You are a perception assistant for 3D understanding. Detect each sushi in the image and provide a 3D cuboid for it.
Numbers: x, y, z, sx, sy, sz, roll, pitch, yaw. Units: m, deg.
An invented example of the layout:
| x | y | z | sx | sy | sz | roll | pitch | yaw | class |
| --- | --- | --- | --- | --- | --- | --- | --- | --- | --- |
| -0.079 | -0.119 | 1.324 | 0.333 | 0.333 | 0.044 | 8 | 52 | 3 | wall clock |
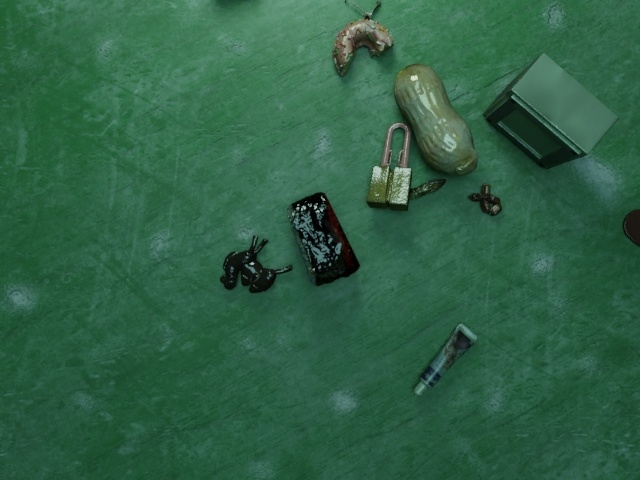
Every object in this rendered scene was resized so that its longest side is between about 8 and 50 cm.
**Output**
| x | y | z | sx | sy | sz | roll | pitch | yaw | class |
| --- | --- | --- | --- | --- | --- | --- | --- | --- | --- |
| 0.000 | 0.000 | 1.357 | 0.126 | 0.136 | 0.225 | -25 | 96 | 1 | sushi |

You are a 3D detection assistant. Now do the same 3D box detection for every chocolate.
| x | y | z | sx | sy | sz | roll | pitch | yaw | class |
| --- | --- | --- | --- | --- | --- | --- | --- | --- | --- |
| 0.282 | -0.294 | 1.370 | 0.134 | 0.134 | 0.309 | -31 | 88 | -1 | chocolate |

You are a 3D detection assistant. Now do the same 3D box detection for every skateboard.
| x | y | z | sx | sy | sz | roll | pitch | yaw | class |
| --- | --- | --- | --- | --- | --- | --- | --- | --- | --- |
| 0.108 | -0.615 | 1.426 | 0.083 | 0.032 | 0.064 | 35 | 78 | -2 | skateboard |

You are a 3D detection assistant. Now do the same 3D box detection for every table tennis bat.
| x | y | z | sx | sy | sz | roll | pitch | yaw | class |
| --- | --- | --- | --- | --- | --- | --- | --- | --- | --- |
| 0.854 | -0.015 | 1.426 | 0.156 | 0.013 | 0.087 | 39 | 86 | 2 | table tennis bat |

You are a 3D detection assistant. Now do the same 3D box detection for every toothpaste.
| x | y | z | sx | sy | sz | roll | pitch | yaw | class |
| --- | --- | --- | --- | --- | --- | --- | --- | --- | --- |
| 0.311 | 0.307 | 1.401 | 0.062 | 0.037 | 0.216 | 42 | 84 | 2 | toothpaste |

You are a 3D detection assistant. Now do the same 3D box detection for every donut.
| x | y | z | sx | sy | sz | roll | pitch | yaw | class |
| --- | --- | --- | --- | --- | --- | --- | --- | --- | --- |
| 0.099 | -0.509 | 1.404 | 0.166 | 0.065 | 0.117 | -29 | 90 | -3 | donut |

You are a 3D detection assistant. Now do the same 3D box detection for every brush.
| x | y | z | sx | sy | sz | roll | pitch | yaw | class |
| --- | --- | --- | --- | --- | --- | --- | --- | --- | --- |
| 0.187 | -0.193 | 1.399 | 0.103 | 0.047 | 0.234 | 6 | 74 | 17 | brush |

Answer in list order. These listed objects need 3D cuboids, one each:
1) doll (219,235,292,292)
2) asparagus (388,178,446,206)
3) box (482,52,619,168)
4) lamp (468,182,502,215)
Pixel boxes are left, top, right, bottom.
| x | y | z | sx | sy | sz | roll | pitch | yaw | class |
| --- | --- | --- | --- | --- | --- | --- | --- | --- | --- |
| -0.174 | 0.075 | 1.392 | 0.165 | 0.057 | 0.139 | -42 | 91 | 7 | doll |
| 0.245 | -0.125 | 1.411 | 0.165 | 0.036 | 0.030 | -21 | 108 | -2 | asparagus |
| 0.536 | -0.294 | 1.323 | 0.225 | 0.225 | 0.117 | 41 | 89 | 1 | box |
| 0.429 | -0.100 | 1.415 | 0.063 | 0.031 | 0.083 | -39 | 94 | -1 | lamp |
